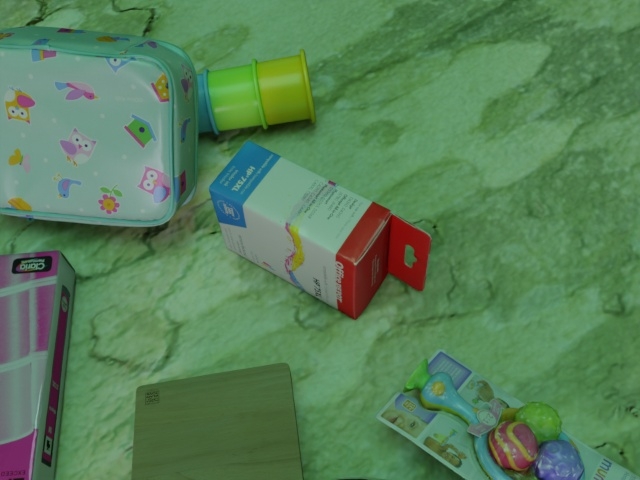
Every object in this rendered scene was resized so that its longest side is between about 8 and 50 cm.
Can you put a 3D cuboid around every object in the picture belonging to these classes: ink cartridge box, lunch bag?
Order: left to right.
[{"bbox_3d":[-0.367,0.188,0.807,0.176,0.069,0.370,-5,63,1],"label":"ink cartridge box"},{"bbox_3d":[-0.284,-0.126,0.896,0.279,0.223,0.108,6,26,9],"label":"lunch bag"},{"bbox_3d":[0.000,0.000,0.846,0.231,0.134,0.078,28,65,18],"label":"ink cartridge box"}]

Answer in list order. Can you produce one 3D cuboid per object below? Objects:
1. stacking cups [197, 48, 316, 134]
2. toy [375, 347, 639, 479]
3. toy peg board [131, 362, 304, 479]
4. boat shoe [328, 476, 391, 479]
[{"bbox_3d":[-0.166,-0.165,0.986,0.317,0.096,0.096,-12,60,2],"label":"stacking cups"},{"bbox_3d":[0.189,0.188,0.746,0.237,0.056,0.137,29,39,23],"label":"toy"},{"bbox_3d":[-0.099,0.221,0.773,0.161,0.079,0.160,-8,45,-2],"label":"toy peg board"},{"bbox_3d":[0.120,0.281,0.703,0.285,0.092,0.102,19,62,13],"label":"boat shoe"}]
